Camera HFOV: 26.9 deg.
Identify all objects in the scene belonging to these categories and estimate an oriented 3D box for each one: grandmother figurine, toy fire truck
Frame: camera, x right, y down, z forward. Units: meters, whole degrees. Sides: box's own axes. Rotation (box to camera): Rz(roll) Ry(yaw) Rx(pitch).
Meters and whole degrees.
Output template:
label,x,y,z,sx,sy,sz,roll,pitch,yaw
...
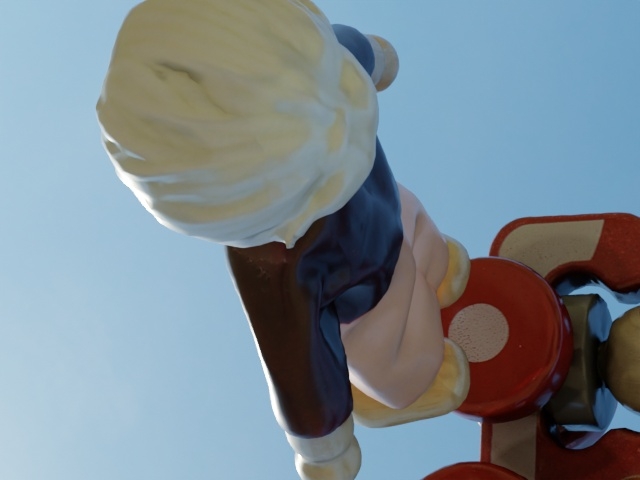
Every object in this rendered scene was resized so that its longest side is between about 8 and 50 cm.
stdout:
label,x,y,z,sx,sy,sz,roll,pitch,yaw
grandmother figurine,0.000,0.000,0.571,0.104,0.342,0.208,-11,-112,11
toy fire truck,0.190,0.131,0.802,0.253,0.169,0.302,-2,-109,23
